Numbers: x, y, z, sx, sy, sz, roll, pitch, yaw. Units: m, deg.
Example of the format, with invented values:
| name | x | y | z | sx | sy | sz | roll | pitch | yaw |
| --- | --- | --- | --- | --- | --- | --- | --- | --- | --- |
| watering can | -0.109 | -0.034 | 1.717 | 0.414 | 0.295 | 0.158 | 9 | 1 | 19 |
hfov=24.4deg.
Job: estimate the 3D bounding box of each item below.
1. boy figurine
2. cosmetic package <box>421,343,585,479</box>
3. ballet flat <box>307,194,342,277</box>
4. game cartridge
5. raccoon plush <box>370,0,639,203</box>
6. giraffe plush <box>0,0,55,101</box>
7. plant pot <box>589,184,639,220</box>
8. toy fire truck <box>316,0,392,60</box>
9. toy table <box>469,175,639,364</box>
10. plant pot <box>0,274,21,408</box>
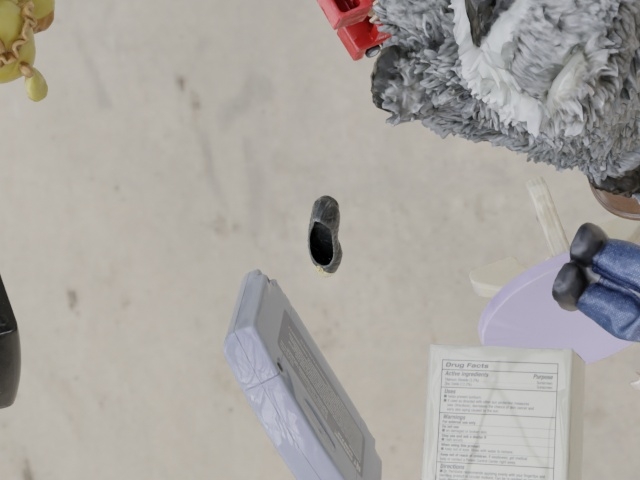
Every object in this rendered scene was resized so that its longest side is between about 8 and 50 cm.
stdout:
| name | x | y | z | sx | sy | sz | roll | pitch | yaw |
| --- | --- | --- | --- | --- | --- | --- | --- | --- | --- |
| boy figurine | 0.387 | 0.086 | 1.552 | 0.285 | 0.092 | 0.177 | 27 | 89 | 32 |
| cosmetic package | 0.192 | 0.271 | 1.564 | 0.160 | 0.113 | 0.309 | 1 | 77 | 19 |
| ballet flat | 0.000 | 0.000 | 2.148 | 0.057 | 0.049 | 0.173 | 24 | 146 | 18 |
| game cartridge | -0.019 | 0.194 | 1.737 | 0.062 | 0.198 | 0.297 | -25 | 108 | 18 |
| raccoon plush | 0.246 | -0.128 | 1.057 | 0.299 | 0.446 | 0.216 | 31 | 104 | 59 |
| giraffe plush | -0.350 | -0.225 | 1.551 | 0.210 | 0.181 | 0.170 | -46 | 46 | 37 |
| plant pot | 0.316 | -0.133 | 1.478 | 0.167 | 0.165 | 0.167 | -20 | 48 | 23 |
| toy fire truck | 0.078 | -0.264 | 1.660 | 0.047 | 0.192 | 0.135 | 60 | 157 | 16 |
| toy table | 0.336 | 0.053 | 2.022 | 0.161 | 0.274 | 0.252 | -104 | 4 | -56 |
| plant pot | -0.411 | 0.079 | 1.529 | 0.167 | 0.188 | 0.187 | -46 | 61 | 55 |
